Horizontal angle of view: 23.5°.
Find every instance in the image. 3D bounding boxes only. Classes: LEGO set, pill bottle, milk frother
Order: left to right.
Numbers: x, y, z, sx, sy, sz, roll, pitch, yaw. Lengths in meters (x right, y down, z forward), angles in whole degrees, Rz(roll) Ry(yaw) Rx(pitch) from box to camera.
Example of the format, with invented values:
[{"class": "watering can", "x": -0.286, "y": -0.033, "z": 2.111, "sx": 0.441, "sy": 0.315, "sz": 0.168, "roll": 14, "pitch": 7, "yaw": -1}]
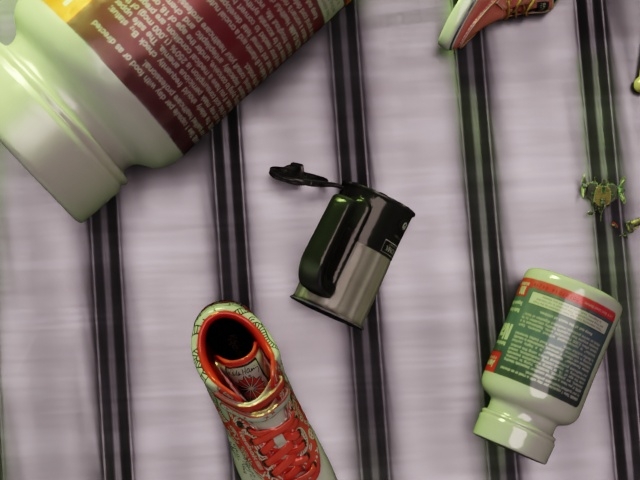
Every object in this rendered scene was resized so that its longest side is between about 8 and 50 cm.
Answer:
[{"class": "pill bottle", "x": -0.158, "y": -0.217, "z": 1.527, "sx": 0.392, "sy": 0.224, "sz": 0.224, "roll": -43, "pitch": 87, "yaw": -6}, {"class": "milk frother", "x": 0.000, "y": 0.000, "z": 1.584, "sx": 0.143, "sy": 0.129, "sz": 0.135, "roll": 19, "pitch": 82, "yaw": 44}, {"class": "pill bottle", "x": 0.225, "y": 0.129, "z": 1.561, "sx": 0.108, "sy": 0.108, "sz": 0.180, "roll": 23, "pitch": 84, "yaw": 1}, {"class": "LEGO set", "x": 0.304, "y": -0.040, "z": 1.626, "sx": 0.054, "sy": 0.023, "sz": 0.083, "roll": -28, "pitch": 99, "yaw": -2}]

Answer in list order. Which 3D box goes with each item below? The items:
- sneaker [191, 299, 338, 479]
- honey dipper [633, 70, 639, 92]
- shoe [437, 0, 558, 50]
[{"class": "sneaker", "x": -0.055, "y": 0.185, "z": 1.529, "sx": 0.090, "sy": 0.145, "sz": 0.270, "roll": -24, "pitch": 86, "yaw": -4}, {"class": "honey dipper", "x": 0.355, "y": -0.236, "z": 1.641, "sx": 0.030, "sy": 0.030, "sz": 0.161, "roll": 8, "pitch": 87, "yaw": -1}, {"class": "shoe", "x": 0.203, "y": -0.258, "z": 1.620, "sx": 0.081, "sy": 0.063, "sz": 0.178, "roll": 36, "pitch": 80, "yaw": 7}]
